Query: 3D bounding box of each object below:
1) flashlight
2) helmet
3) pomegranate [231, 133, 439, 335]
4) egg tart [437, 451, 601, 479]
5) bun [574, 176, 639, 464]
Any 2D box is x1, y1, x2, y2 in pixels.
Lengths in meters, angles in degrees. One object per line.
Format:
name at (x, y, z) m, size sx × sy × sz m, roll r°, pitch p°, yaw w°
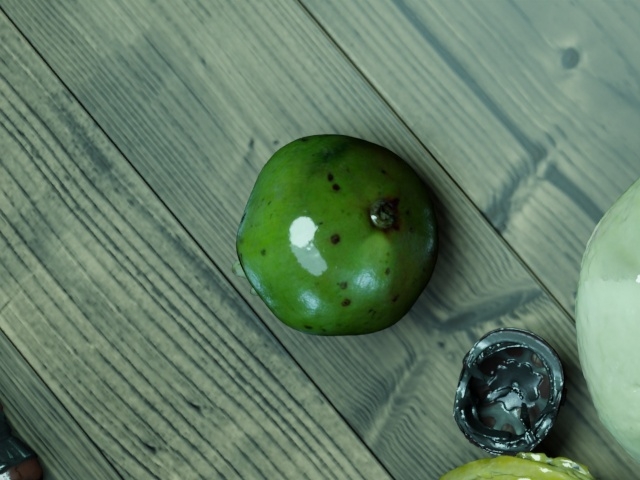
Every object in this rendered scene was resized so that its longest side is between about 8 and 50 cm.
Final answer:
flashlight at (-0.379, 0.169, 1.907) m, size 0.093 × 0.093 × 0.232 m, roll -34°, pitch 82°, yaw 28°
helmet at (0.174, 0.131, 1.640) m, size 0.098 × 0.070 × 0.123 m, roll 22°, pitch 104°, yaw 12°
pomegranate at (0.000, 0.002, 1.644) m, size 0.225 × 0.187 × 0.187 m, roll -15°, pitch 97°, yaw 57°
egg tart at (0.209, 0.325, 1.648) m, size 0.295 × 0.116 × 0.294 m, roll 8°, pitch 107°, yaw 29°
bun at (0.368, 0.067, 1.382) m, size 0.361 × 0.213 × 0.361 m, roll 2°, pitch 96°, yaw 24°
